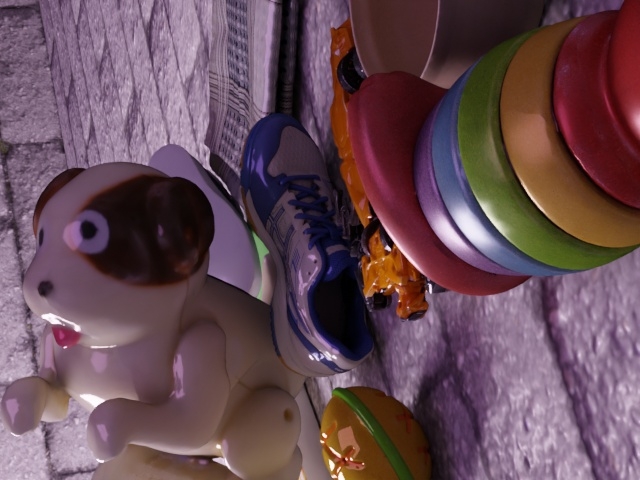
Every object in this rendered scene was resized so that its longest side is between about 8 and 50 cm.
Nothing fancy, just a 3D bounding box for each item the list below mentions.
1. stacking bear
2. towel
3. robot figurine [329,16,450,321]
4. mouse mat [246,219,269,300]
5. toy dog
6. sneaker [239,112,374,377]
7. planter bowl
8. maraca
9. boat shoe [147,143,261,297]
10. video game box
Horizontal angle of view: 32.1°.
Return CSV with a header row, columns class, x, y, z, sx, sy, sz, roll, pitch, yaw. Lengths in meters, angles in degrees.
class,x,y,z,sx,sy,sz,roll,pitch,yaw
stacking bear,0.165,-0.070,0.661,0.289,0.175,0.164,-28,69,60
towel,-0.105,-0.204,1.466,0.312,0.056,0.324,-136,45,-60
robot figurine,0.074,-0.074,0.988,0.211,0.085,0.291,154,109,-69
mouse mat,-0.081,0.025,1.544,0.152,0.007,0.190,-117,28,-44
toy dog,-0.168,0.099,1.244,0.284,0.395,0.408,17,146,41
sneaker,0.000,0.000,1.210,0.131,0.112,0.296,-12,91,59
planter bowl,0.102,-0.192,0.846,0.162,0.109,0.162,173,90,-70
maraca,0.065,0.223,1.088,0.186,0.099,0.127,60,169,-5
boat shoe,-0.148,-0.013,1.567,0.108,0.102,0.301,-45,52,11
video game box,-0.032,0.311,1.436,0.187,0.048,0.205,103,153,-46
